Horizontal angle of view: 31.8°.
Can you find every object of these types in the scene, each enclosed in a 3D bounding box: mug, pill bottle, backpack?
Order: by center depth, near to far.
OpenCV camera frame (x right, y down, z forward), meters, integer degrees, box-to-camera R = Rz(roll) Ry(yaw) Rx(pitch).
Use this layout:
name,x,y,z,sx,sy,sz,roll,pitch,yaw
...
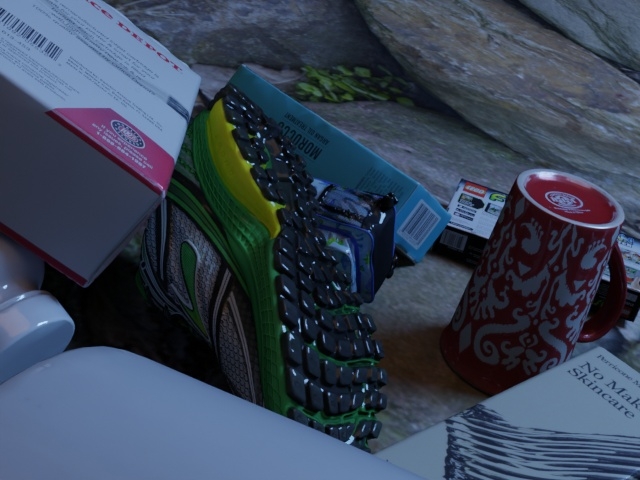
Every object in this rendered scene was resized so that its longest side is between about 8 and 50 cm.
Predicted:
name,x,y,z,sx,sy,sz,roll,pitch,yaw
pill bottle,-0.272,0.008,0.777,0.216,0.121,0.121,47,39,14
mug,0.189,0.029,0.947,0.113,0.169,0.150,34,35,27
backpack,0.000,0.000,0.970,0.114,0.105,0.084,21,51,21

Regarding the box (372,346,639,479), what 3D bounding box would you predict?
name,x,y,z,sx,sy,sz,roll,pitch,yaw
box,0.140,0.171,0.768,0.275,0.094,0.113,-17,45,-43

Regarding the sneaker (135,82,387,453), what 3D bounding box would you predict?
name,x,y,z,sx,sy,sz,roll,pitch,yaw
sneaker,-0.056,0.047,0.860,0.134,0.146,0.343,34,28,-46

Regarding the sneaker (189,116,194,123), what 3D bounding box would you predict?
name,x,y,z,sx,sy,sz,roll,pitch,yaw
sneaker,-0.132,-0.059,1.022,0.118,0.083,0.222,21,33,-3

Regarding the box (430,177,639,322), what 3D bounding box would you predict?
name,x,y,z,sx,sy,sz,roll,pitch,yaw
box,0.224,0.006,1.125,0.207,0.036,0.114,20,30,9

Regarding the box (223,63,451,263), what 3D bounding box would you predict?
name,x,y,z,sx,sy,sz,roll,pitch,yaw
box,0.007,-0.076,1.095,0.244,0.060,0.100,37,1,30

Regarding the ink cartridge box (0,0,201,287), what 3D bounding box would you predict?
name,x,y,z,sx,sy,sz,roll,pitch,yaw
ink cartridge box,-0.192,-0.099,0.818,0.172,0.100,0.237,37,21,-17

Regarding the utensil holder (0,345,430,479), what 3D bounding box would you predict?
name,x,y,z,sx,sy,sz,roll,pitch,yaw
utensil holder,0.027,0.248,0.370,0.385,0.327,0.327,22,31,14
